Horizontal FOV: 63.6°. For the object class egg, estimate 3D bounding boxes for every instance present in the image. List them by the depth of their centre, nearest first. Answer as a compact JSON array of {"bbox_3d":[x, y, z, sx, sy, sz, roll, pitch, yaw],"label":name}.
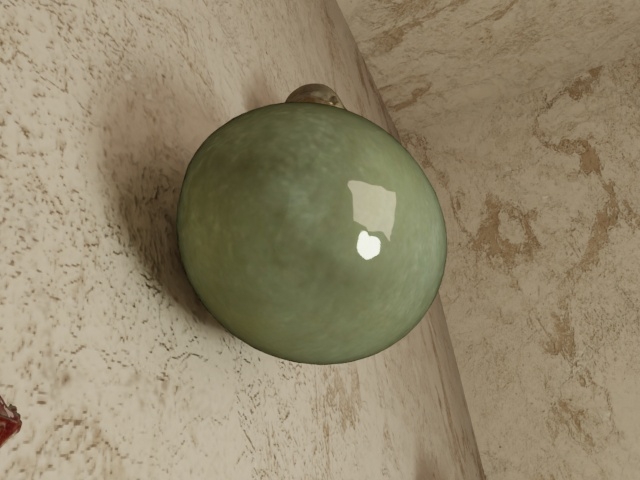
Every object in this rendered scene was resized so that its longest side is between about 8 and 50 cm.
[{"bbox_3d":[0.000,0.000,0.539,0.352,0.258,0.259,40,37,-70],"label":"egg"}]

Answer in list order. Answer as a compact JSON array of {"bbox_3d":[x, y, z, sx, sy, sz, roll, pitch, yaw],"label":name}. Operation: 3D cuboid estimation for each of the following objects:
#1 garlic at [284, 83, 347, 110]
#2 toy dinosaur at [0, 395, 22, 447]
[{"bbox_3d":[0.000,-0.137,0.849,0.228,0.152,0.228,45,34,-42],"label":"garlic"},{"bbox_3d":[-0.174,0.147,0.233,0.108,0.032,0.220,31,55,-71],"label":"toy dinosaur"}]
